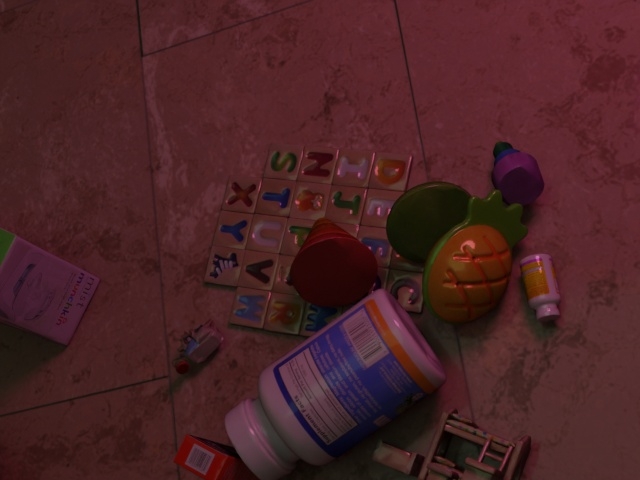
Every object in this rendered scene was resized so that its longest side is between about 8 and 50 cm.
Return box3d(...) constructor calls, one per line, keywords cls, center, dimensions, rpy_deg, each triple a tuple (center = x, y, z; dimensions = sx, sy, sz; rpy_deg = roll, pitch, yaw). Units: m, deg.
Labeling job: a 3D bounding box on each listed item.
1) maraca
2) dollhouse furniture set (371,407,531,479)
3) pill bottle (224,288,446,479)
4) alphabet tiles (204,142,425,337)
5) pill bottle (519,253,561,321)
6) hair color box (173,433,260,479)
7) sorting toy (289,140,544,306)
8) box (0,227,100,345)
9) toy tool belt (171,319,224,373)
box3d(cls="maraca", center=(0.202, 0.024, 1.424), dimensions=(0.186, 0.127, 0.099), rpy_deg=(-61, 32, 1))
box3d(cls="dollhouse furniture set", center=(0.149, 0.252, 1.345), dimensions=(0.182, 0.161, 0.101), rpy_deg=(18, 80, 25))
box3d(cls="pill bottle", center=(0.015, 0.198, 1.422), dimensions=(0.272, 0.152, 0.152), rpy_deg=(-36, 64, 8))
box3d(cls="alphabet tiles", center=(0.000, 0.000, 1.571), dimensions=(0.342, 0.011, 0.285), rpy_deg=(7, 75, 23))
box3d(cls="pill bottle", center=(0.288, 0.062, 1.418), dimensions=(0.043, 0.043, 0.083), rpy_deg=(-15, 68, 16))
box3d(cls="hair color box", center=(-0.129, 0.299, 1.449), dimensions=(0.072, 0.141, 0.043), rpy_deg=(22, 82, 26))
box3d(cls="sorting toy", center=(0.120, -0.043, 1.494), dimensions=(0.365, 0.127, 0.126), rpy_deg=(-26, 36, 9))
box3d(cls="box", center=(-0.510, 0.040, 1.635), dimensions=(0.262, 0.231, 0.127), rpy_deg=(21, 82, 26))
box3d(cls="toy tool belt", center=(-0.182, 0.153, 1.577), dimensions=(0.083, 0.052, 0.051), rpy_deg=(-43, 32, 0))
